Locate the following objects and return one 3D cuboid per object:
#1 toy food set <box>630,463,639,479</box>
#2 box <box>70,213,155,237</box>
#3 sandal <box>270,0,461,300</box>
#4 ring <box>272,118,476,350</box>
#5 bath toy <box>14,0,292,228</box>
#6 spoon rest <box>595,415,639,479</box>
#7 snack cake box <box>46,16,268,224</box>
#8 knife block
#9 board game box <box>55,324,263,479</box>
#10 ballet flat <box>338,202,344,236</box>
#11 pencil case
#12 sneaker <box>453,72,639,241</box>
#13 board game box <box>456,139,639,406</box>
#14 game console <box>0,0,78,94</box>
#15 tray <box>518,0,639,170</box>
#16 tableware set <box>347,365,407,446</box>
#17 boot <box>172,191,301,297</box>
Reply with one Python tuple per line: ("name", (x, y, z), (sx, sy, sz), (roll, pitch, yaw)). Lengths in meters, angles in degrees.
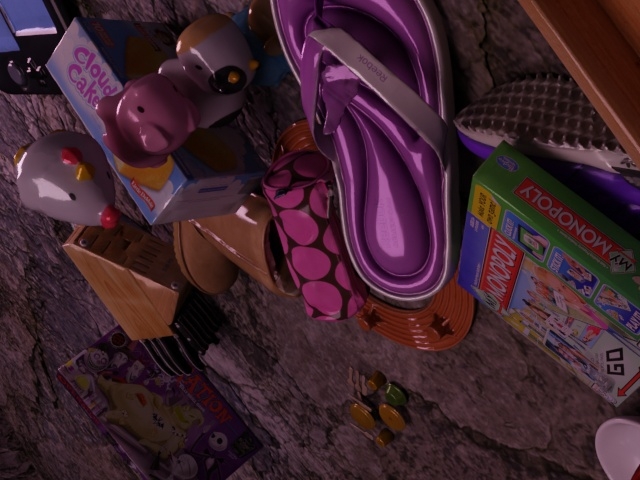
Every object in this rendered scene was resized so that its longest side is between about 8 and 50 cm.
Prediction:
("toy food set", (0.360, 0.230, 1.068), (0.111, 0.104, 0.232), (34, 140, 15))
("box", (-0.352, 0.018, 1.977), (0.233, 0.044, 0.159), (33, 146, 32))
("sandal", (0.050, -0.119, 1.100), (0.169, 0.102, 0.416), (-9, 112, 28))
("ring", (0.052, 0.003, 1.380), (0.337, 0.032, 0.336), (35, 148, 27))
("bath toy", (-0.165, -0.133, 1.209), (0.129, 0.348, 0.151), (36, 152, 28))
("spoon rest", (0.392, 0.286, 1.148), (0.276, 0.084, 0.137), (41, 149, 19))
("snack cake box", (-0.201, -0.151, 1.388), (0.264, 0.152, 0.089), (54, 125, 18))
("knife block", (-0.293, 0.104, 1.857), (0.276, 0.088, 0.242), (25, 135, 3))
("board game box", (-0.293, 0.312, 2.056), (0.347, 0.208, 0.056), (49, 149, 4))
("ballet flat", (0.052, -0.106, 1.208), (0.084, 0.058, 0.249), (10, 118, 33))
("pencil case", (0.000, 0.000, 1.333), (0.098, 0.095, 0.209), (6, 131, 34))
("sneaker", (0.240, -0.048, 0.970), (0.293, 0.102, 0.146), (21, 139, 44))
("board game box", (0.226, 0.045, 1.035), (0.213, 0.046, 0.317), (38, 169, 15))
("game console", (-0.496, -0.395, 1.702), (0.342, 0.060, 0.386), (13, 133, 50))
("tray", (0.214, -0.224, 0.763), (0.410, 0.076, 0.203), (58, 148, 10))
("tableware set", (0.086, 0.242, 1.617), (0.104, 0.024, 0.154), (31, 144, 29))
("boot", (-0.109, 0.019, 1.537), (0.269, 0.089, 0.236), (31, 145, 48))
